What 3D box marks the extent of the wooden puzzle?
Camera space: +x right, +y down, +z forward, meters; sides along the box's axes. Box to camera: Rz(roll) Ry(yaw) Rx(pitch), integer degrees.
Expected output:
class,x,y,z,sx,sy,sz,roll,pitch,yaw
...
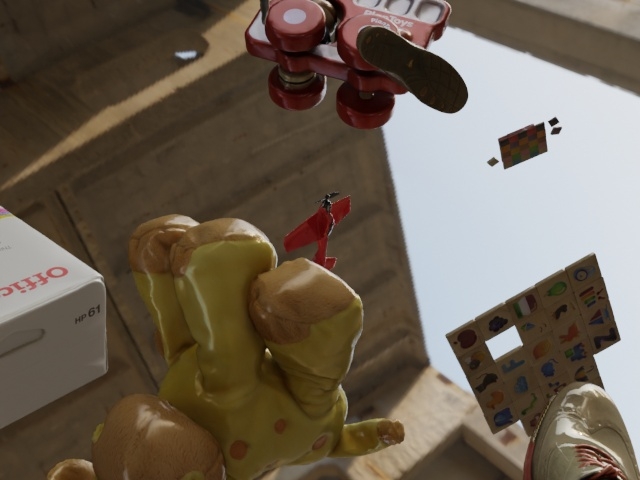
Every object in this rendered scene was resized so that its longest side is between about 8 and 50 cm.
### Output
class,x,y,z,sx,sy,sz,roll,pitch,yaw
wooden puzzle,0.210,-0.099,0.915,0.083,0.006,0.049,-23,-35,4

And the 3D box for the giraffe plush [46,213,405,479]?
class,x,y,z,sx,sy,sz,roll,pitch,yaw
giraffe plush,-0.072,0.111,0.526,0.170,0.181,0.210,-46,-55,-31

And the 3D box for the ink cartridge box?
class,x,y,z,sx,sy,sz,roll,pitch,yaw
ink cartridge box,-0.155,0.024,0.348,0.088,0.122,0.052,-27,-47,-43

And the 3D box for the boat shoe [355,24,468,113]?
class,x,y,z,sx,sy,sz,roll,pitch,yaw
boat shoe,0.125,-0.236,1.197,0.178,0.060,0.064,30,-74,-19

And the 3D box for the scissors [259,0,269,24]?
class,x,y,z,sx,sy,sz,roll,pitch,yaw
scissors,-0.056,-0.331,0.702,0.021,0.109,0.297,-27,-46,-56

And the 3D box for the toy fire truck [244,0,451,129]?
class,x,y,z,sx,sy,sz,roll,pitch,yaw
toy fire truck,0.043,-0.345,1.484,0.169,0.302,0.254,89,-157,-53

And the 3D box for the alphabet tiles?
class,x,y,z,sx,sy,sz,roll,pitch,yaw
alphabet tiles,0.276,0.144,1.088,0.198,0.009,0.237,-29,-53,0

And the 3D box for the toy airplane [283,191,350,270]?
class,x,y,z,sx,sy,sz,roll,pitch,yaw
toy airplane,0.000,0.000,1.215,0.151,0.028,0.151,-42,-30,-33

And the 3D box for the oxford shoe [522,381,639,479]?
class,x,y,z,sx,sy,sz,roll,pitch,yaw
oxford shoe,0.263,0.241,0.828,0.348,0.123,0.130,-72,-9,-54
